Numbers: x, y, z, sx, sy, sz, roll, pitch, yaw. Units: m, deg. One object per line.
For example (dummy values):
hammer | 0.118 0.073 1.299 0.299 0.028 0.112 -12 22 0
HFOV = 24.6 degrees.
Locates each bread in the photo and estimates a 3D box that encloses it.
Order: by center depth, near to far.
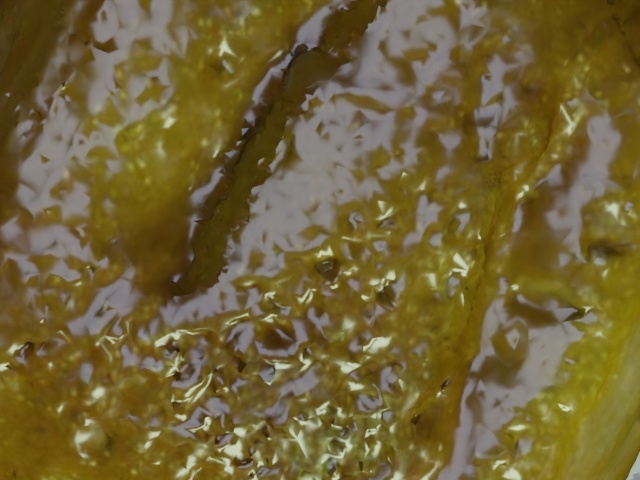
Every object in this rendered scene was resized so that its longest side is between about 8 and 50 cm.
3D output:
bread | 0.002 0.001 0.587 0.337 0.148 0.328 28 89 -12
